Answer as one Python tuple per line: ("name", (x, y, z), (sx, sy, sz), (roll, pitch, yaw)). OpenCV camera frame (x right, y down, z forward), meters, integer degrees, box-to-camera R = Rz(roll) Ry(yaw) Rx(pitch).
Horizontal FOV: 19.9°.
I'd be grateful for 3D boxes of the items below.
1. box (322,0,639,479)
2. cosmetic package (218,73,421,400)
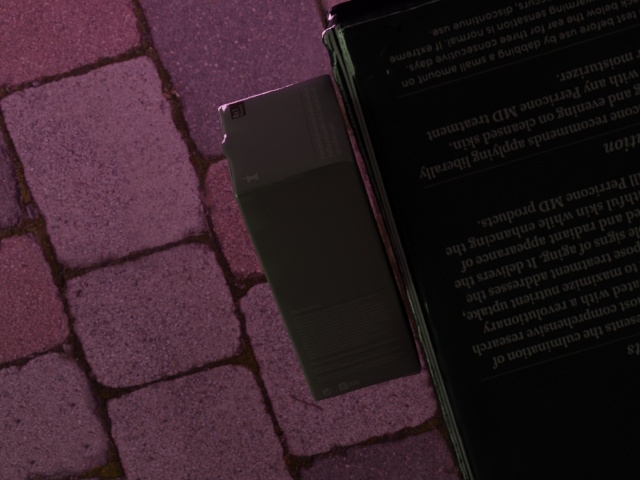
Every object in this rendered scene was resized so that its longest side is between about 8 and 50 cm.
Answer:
("box", (0.205, -0.019, 1.663), (0.480, 0.297, 0.471), (-90, -16, -81))
("cosmetic package", (0.000, 0.000, 1.473), (0.127, 0.107, 0.238), (-104, -2, -49))
